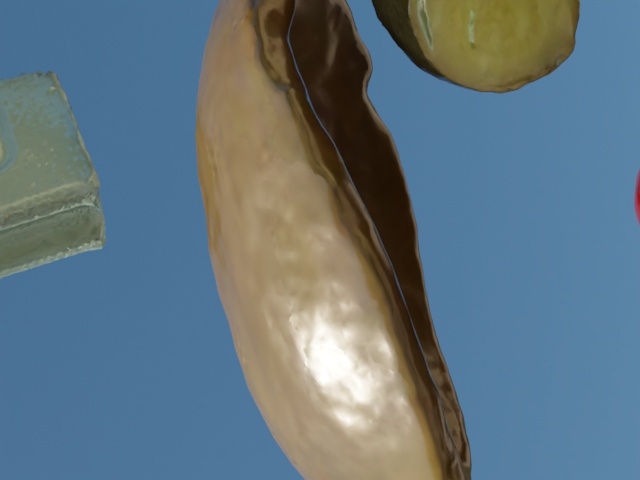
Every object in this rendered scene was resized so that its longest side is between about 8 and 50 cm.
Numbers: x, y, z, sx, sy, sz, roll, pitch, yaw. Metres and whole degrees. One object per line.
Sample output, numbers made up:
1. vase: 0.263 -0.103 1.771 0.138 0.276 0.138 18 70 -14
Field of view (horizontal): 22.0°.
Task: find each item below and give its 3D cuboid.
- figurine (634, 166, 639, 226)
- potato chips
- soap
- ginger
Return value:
1. figurine: 0.267 -0.034 0.515 0.211 0.269 0.261 -49 -13 -10
2. potato chips: 0.000 0.001 0.517 0.195 0.062 0.208 -84 -25 -69
3. soap: -0.233 -0.024 0.960 0.198 0.114 0.063 -19 -35 -13
4. ginger: 0.036 -0.179 0.503 0.118 0.065 0.299 110 160 -69
